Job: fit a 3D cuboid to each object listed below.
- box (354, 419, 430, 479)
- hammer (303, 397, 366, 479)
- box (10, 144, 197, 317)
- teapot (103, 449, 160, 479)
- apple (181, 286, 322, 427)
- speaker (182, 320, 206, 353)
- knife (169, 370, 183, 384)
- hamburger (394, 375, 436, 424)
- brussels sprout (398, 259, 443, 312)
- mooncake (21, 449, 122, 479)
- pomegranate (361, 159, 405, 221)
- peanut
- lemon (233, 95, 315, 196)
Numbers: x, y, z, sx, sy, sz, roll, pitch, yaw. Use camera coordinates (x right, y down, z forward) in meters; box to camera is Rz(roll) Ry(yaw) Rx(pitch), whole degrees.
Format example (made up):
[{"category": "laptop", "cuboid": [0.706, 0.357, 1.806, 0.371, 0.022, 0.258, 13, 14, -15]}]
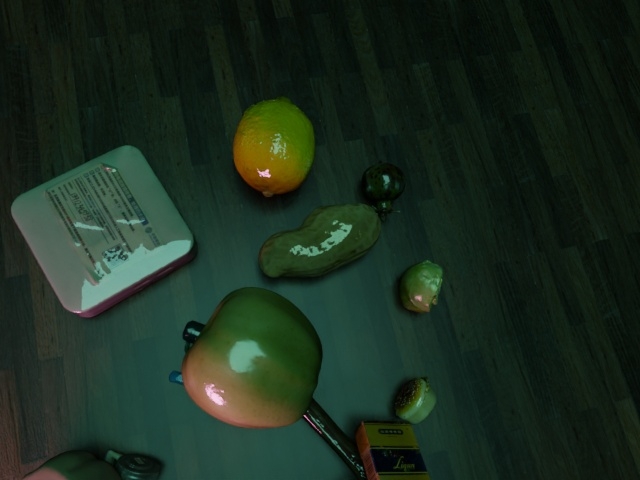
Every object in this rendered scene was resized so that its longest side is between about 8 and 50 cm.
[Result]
[{"category": "box", "cuboid": [0.190, 0.583, 1.303, 0.152, 0.070, 0.237, 10, 39, -22]}, {"category": "hammer", "cuboid": [0.066, 0.563, 1.385, 0.409, 0.095, 0.242, 42, 37, 19]}, {"category": "box", "cuboid": [-0.608, -0.035, 1.462, 0.397, 0.111, 0.396, -31, 82, -15]}, {"category": "teapot", "cuboid": [-0.496, 0.611, 1.303, 0.149, 0.111, 0.108, 18, 85, -8]}, {"category": "apple", "cuboid": [-0.168, 0.306, 1.317, 0.358, 0.357, 0.357, 2, 75, -7]}, {"category": "speaker", "cuboid": [-0.353, 0.278, 1.446, 0.075, 0.060, 0.094, 21, 108, -2]}, {"category": "knife", "cuboid": [-0.280, 0.415, 1.429, 0.297, 0.026, 0.044, 17, 70, 0]}, {"category": "hamburger", "cuboid": [0.267, 0.447, 1.443, 0.081, 0.126, 0.141, 44, 77, -6]}, {"category": "brussels sprout", "cuboid": [0.297, 0.133, 1.527, 0.122, 0.149, 0.151, 12, 34, 11]}, {"category": "mooncake", "cuboid": [-0.593, 0.642, 1.226, 0.275, 0.135, 0.274, 0, 91, 23]}, {"category": "pomegranate", "cuboid": [0.191, -0.161, 1.592, 0.149, 0.148, 0.169, 12, 72, -5]}, {"category": "peanut", "cuboid": [0.000, 0.000, 1.505, 0.387, 0.169, 0.192, -24, 74, -13]}, {"category": "lemon", "cuboid": [-0.135, -0.283, 1.525, 0.245, 0.245, 0.319, 7, 76, -6]}]
